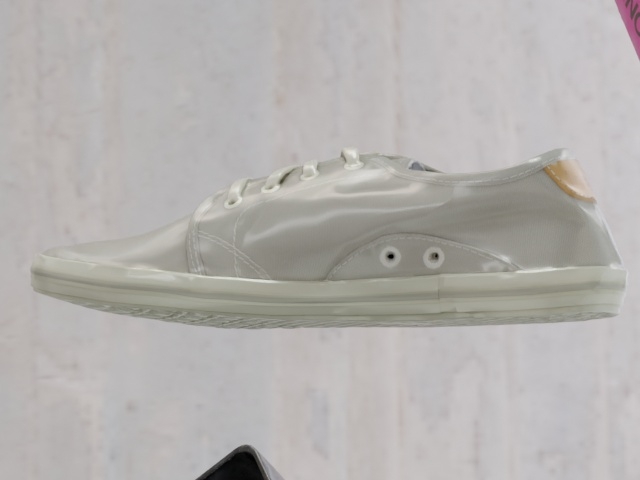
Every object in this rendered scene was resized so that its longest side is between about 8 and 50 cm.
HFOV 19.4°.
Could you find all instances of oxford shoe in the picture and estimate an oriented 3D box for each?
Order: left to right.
[{"bbox_3d":[0.000,0.000,1.350,0.169,0.449,0.130,8,79,-67],"label":"oxford shoe"}]

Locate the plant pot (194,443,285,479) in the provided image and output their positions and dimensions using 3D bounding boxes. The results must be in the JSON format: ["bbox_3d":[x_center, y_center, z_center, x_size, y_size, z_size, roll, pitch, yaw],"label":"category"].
[{"bbox_3d":[-0.046,0.291,1.300,0.167,0.188,0.187,42,13,-49],"label":"plant pot"}]

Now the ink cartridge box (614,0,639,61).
[{"bbox_3d":[0.214,-0.196,1.022,0.069,0.371,0.176,-11,63,-13],"label":"ink cartridge box"}]
